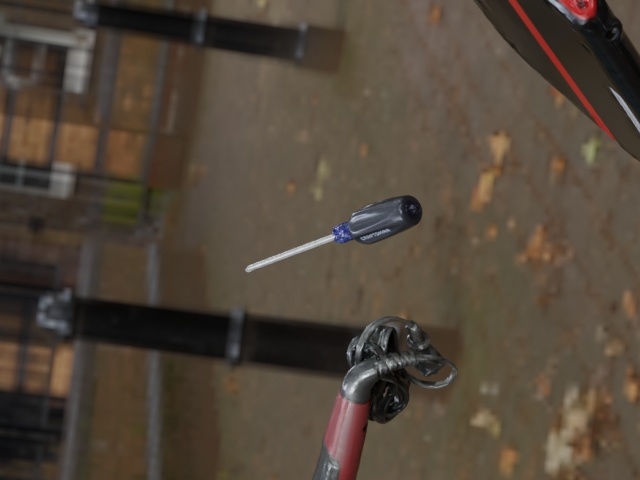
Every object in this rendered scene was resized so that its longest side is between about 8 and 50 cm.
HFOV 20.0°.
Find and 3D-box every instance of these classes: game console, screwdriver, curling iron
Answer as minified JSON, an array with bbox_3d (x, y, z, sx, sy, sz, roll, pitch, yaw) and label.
[{"bbox_3d":[0.215,-0.201,1.638,0.060,0.386,0.342,-45,51,3],"label":"game console"},{"bbox_3d":[0.000,0.000,1.106,0.170,0.025,0.024,-18,73,46],"label":"screwdriver"},{"bbox_3d":[0.014,0.150,0.955,0.035,0.068,0.274,48,137,39],"label":"curling iron"}]
